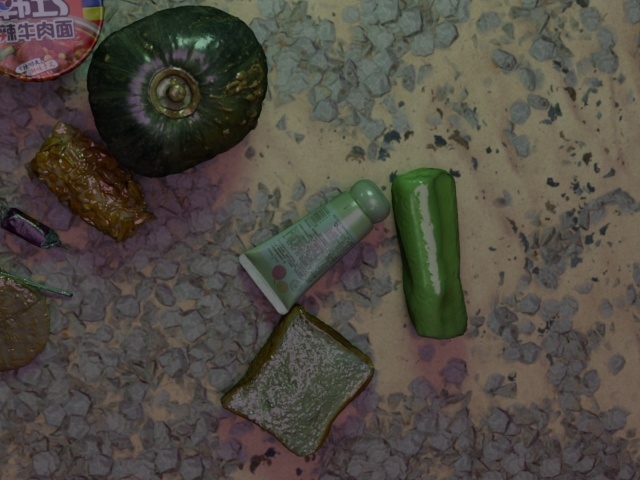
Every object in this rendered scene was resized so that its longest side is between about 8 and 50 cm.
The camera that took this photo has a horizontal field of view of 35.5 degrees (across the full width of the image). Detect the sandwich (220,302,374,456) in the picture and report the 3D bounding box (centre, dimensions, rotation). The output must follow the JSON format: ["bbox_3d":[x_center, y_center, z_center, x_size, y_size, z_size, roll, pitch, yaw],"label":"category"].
[{"bbox_3d":[-0.040,0.284,1.992,0.226,0.087,0.251,37,88,-13],"label":"sandwich"}]

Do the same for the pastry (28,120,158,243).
[{"bbox_3d":[-0.413,-0.105,1.855,0.250,0.102,0.154,38,117,-6],"label":"pastry"}]

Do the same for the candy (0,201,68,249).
[{"bbox_3d":[-0.555,-0.024,1.884,0.175,0.045,0.043,32,105,-11],"label":"candy"}]

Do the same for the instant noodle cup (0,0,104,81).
[{"bbox_3d":[-0.507,-0.401,1.778,0.250,0.192,0.250,-1,96,-10],"label":"instant noodle cup"}]

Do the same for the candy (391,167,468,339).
[{"bbox_3d":[0.223,0.025,1.989,0.132,0.142,0.343,-12,99,-22],"label":"candy"}]

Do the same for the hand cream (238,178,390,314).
[{"bbox_3d":[0.000,0.000,1.967,0.306,0.093,0.147,-37,92,-3],"label":"hand cream"}]

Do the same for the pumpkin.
[{"bbox_3d":[-0.251,-0.272,1.806,0.327,0.257,0.291,-16,112,-9],"label":"pumpkin"}]

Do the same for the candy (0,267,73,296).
[{"bbox_3d":[-0.567,0.075,1.893,0.202,0.061,0.061,19,92,-20],"label":"candy"}]

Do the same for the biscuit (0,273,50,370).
[{"bbox_3d":[-0.614,0.155,1.872,0.220,0.033,0.220,-2,115,-5],"label":"biscuit"}]
